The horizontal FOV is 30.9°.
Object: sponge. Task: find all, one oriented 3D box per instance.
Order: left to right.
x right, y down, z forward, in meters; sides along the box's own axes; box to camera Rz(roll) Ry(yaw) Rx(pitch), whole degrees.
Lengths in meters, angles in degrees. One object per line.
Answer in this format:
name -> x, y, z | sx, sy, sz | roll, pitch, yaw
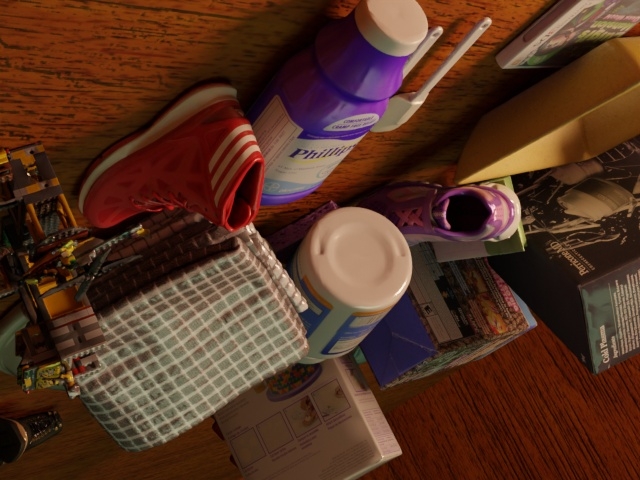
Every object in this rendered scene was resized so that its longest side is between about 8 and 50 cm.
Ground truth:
sponge -> 0.000, 0.000, 1.700 | 0.117, 0.031, 0.210 | -30, 163, 9

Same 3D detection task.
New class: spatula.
spatula -> 0.080, -0.176, 1.294 | 0.168, 0.019, 0.242 | -10, 157, -32

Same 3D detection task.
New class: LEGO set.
LEGO set -> -0.315, 0.067, 1.094 | 0.255, 0.192, 0.331 | -18, 162, -30

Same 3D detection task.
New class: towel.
towel -> -0.168, 0.100, 1.349 | 0.284, 0.121, 0.235 | -29, 128, 1

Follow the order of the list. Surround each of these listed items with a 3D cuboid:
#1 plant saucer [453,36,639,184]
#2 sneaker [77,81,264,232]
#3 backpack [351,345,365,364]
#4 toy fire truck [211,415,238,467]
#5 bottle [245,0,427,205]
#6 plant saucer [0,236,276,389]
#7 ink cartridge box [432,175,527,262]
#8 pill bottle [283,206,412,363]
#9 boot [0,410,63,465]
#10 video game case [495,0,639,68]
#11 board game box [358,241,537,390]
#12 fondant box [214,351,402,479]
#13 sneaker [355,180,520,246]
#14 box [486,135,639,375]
plant saucer -> 0.378, -0.188, 1.553 | 0.333, 0.081, 0.333 | -11, 168, -42
sneaker -> -0.145, -0.044, 1.133 | 0.221, 0.128, 0.087 | -39, 160, 33
backpack -> 0.074, 0.138, 2.069 | 0.166, 0.144, 0.188 | -24, 168, -30
toy fire truck -> -0.118, 0.285, 2.253 | 0.254, 0.169, 0.302 | -46, 175, -27
bottle -> 0.005, -0.137, 1.142 | 0.118, 0.092, 0.283 | -13, 160, -37
plant saucer -> -0.233, 0.123, 1.542 | 0.400, 0.100, 0.400 | -20, 162, -7
ink cartridge box -> 0.241, -0.033, 1.713 | 0.062, 0.109, 0.209 | -16, -177, -30
pill bottle -> 0.014, 0.076, 1.627 | 0.152, 0.152, 0.272 | -19, 163, -26
boot -> -0.464, 0.300, 1.864 | 0.137, 0.077, 0.198 | -22, 178, -33
video game case -> 0.325, -0.264, 1.391 | 0.190, 0.022, 0.173 | -10, 158, -46
board game box -> 0.183, 0.091, 1.920 | 0.291, 0.232, 0.141 | -8, 157, -49
fondant box -> -0.050, 0.256, 1.883 | 0.238, 0.330, 0.096 | -33, 165, 20
sneaker -> 0.150, -0.036, 1.588 | 0.236, 0.095, 0.104 | -3, -176, 18
box -> 0.453, -0.010, 1.779 | 0.313, 0.343, 0.179 | -25, 125, -9
